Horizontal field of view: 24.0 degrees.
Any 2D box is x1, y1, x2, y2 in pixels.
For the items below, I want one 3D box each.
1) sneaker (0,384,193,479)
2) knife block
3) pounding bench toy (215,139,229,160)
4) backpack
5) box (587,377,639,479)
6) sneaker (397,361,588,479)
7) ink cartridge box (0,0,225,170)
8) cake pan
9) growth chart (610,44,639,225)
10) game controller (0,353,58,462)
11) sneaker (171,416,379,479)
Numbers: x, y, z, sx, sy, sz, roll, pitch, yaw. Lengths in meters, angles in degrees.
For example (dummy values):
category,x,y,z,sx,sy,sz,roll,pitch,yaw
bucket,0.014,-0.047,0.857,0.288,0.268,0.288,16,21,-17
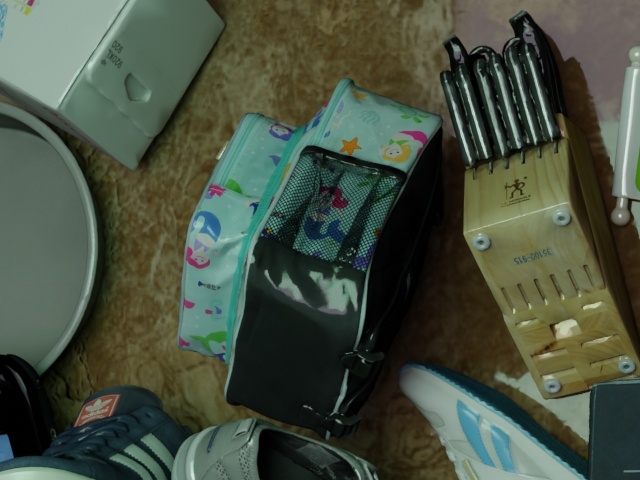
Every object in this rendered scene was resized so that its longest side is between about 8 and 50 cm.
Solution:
category,x,y,z,sx,sy,sz,roll,pitch,yaw
sneaker,-0.182,0.183,1.213,0.131,0.350,0.148,-13,71,11
knife block,0.183,-0.042,1.241,0.088,0.242,0.276,-16,124,20
pounding bench toy,-0.050,-0.057,1.321,0.065,0.083,0.052,32,97,22
backpack,0.000,0.000,1.197,0.191,0.225,0.253,24,54,9
box,0.298,0.321,0.963,0.212,0.293,0.395,-5,58,21
sneaker,0.144,0.184,1.222,0.228,0.087,0.092,40,101,22
ink cartridge box,-0.240,-0.204,1.351,0.232,0.171,0.168,30,85,21
cake pan,-0.330,0.012,1.440,0.293,0.054,0.293,-2,84,21
growth chart,0.348,-0.088,1.203,0.237,0.021,0.172,-3,85,22
game controller,-0.294,0.262,1.367,0.166,0.067,0.319,-12,93,18
sneaker,0.021,0.228,1.188,0.115,0.281,0.105,-40,28,51
